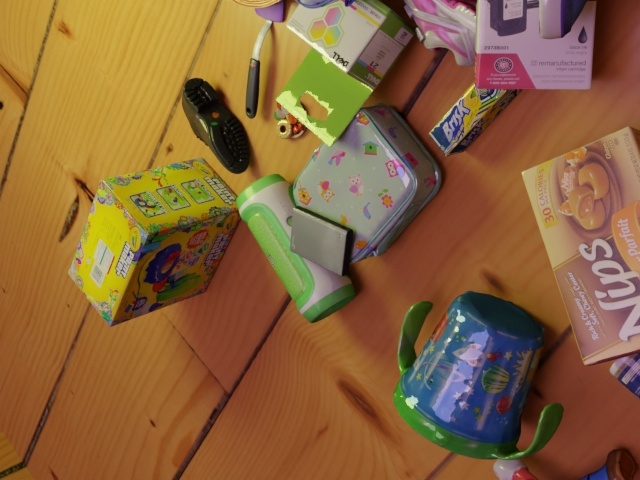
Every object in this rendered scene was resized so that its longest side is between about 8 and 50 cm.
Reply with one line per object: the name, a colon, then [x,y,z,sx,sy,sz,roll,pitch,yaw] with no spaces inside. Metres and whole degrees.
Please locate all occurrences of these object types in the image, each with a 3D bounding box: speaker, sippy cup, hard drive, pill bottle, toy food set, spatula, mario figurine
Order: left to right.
spatula: [-0.122,-0.387,1.868,0.084,0.030,0.296,27,116,34]
toy food set: [-0.062,-0.247,1.874,0.083,0.020,0.082,-3,102,43]
speaker: [-0.051,0.015,1.880,0.131,0.131,0.296,-43,74,42]
hard drive: [0.000,0.000,1.752,0.135,0.022,0.094,25,122,35]
sippy cup: [0.271,0.219,1.604,0.306,0.240,0.224,24,111,9]
mario figurine: [0.423,0.467,1.633,0.321,0.170,0.198,-30,47,33]
pill bottle: [0.541,0.227,1.433,0.169,0.094,0.094,44,129,23]

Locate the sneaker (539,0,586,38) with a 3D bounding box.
sneaker: [0.430,-0.412,1.225,0.236,0.130,0.322,13,92,15]

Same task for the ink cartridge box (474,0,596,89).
ink cartridge box: [0.321,-0.351,1.391,0.172,0.100,0.237,1,107,8]

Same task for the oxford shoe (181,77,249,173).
oxford shoe: [-0.225,-0.235,2.000,0.227,0.083,0.096,61,152,10]

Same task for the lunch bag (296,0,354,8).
lunch bag: [0.038,-0.510,1.477,0.303,0.115,0.243,-16,118,40]

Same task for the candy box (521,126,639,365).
candy box: [0.443,0.011,1.394,0.183,0.088,0.316,-24,75,33]

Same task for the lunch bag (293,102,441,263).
lunch bag: [0.084,-0.097,1.732,0.224,0.108,0.279,51,132,15]

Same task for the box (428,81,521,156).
box: [0.260,-0.217,1.565,0.054,0.059,0.169,55,132,17]

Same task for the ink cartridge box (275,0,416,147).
ink cartridge box: [0.017,-0.324,1.644,0.189,0.097,0.255,44,104,34]

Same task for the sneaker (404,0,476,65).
sneaker: [0.188,-0.376,1.547,0.252,0.103,0.111,43,127,24]

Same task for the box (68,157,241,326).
box: [-0.362,-0.002,2.050,0.177,0.279,0.290,46,130,21]

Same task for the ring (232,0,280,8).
ring: [-0.114,-0.615,1.775,0.337,0.032,0.336,10,106,41]
